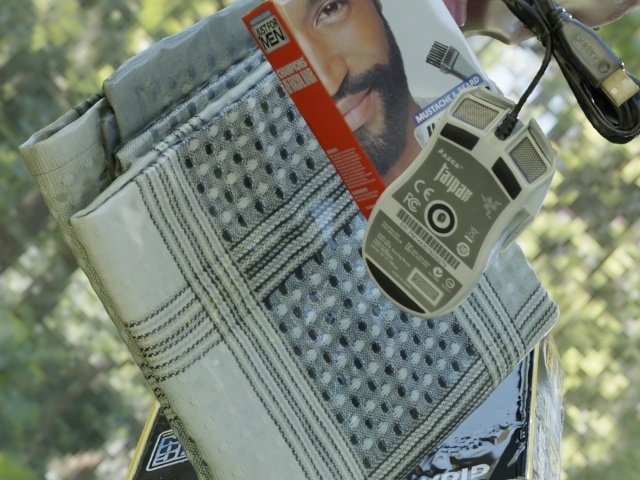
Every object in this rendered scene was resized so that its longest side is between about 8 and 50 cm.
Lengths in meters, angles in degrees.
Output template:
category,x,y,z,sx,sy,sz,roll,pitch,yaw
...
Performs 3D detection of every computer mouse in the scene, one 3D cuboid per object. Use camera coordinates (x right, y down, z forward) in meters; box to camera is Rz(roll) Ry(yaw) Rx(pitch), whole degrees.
category,x,y,z,sx,sy,sz,roll,pitch,yaw
computer mouse,0.084,-0.041,0.980,0.106,0.042,0.193,44,-53,12

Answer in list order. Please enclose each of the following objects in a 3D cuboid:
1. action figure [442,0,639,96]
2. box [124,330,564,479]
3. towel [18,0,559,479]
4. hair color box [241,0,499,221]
category,x,y,z,sx,sy,sz,roll,pitch,yaw
action figure,0.161,-0.248,1.431,0.370,0.248,0.275,46,20,-83
box,0.013,0.168,1.419,0.257,0.322,0.079,-72,142,-63
towel,0.000,0.000,1.227,0.056,0.312,0.324,-7,-64,52
hair color box,0.042,-0.082,1.113,0.167,0.093,0.053,57,-21,-6
